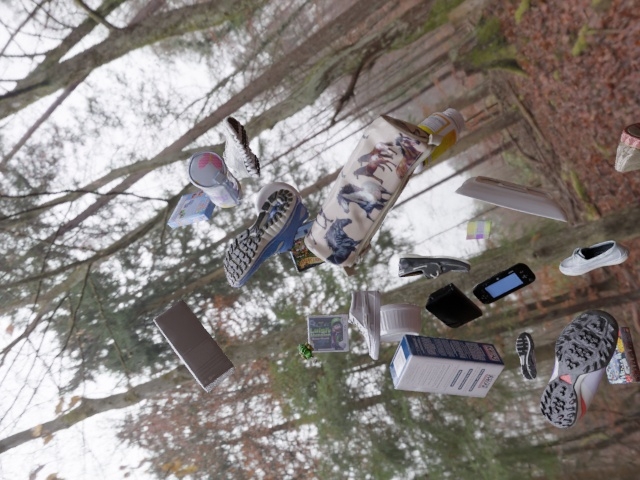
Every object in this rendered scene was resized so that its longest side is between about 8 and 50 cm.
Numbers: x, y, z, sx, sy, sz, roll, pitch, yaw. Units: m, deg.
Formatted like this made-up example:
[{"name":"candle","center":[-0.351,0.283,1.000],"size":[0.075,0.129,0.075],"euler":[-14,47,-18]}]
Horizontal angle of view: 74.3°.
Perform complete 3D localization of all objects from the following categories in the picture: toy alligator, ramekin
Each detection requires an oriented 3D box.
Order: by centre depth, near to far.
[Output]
[{"name":"toy alligator","center":[-0.062,0.475,1.799],"size":[0.051,0.056,0.189],"euler":[36,175,-16]},{"name":"ramekin","center":[0.352,0.396,2.006],"size":[0.272,0.272,0.127],"euler":[25,-128,-47]}]

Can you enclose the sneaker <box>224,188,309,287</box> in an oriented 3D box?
[{"name":"sneaker","center":[-0.149,0.015,1.236],"size":[0.147,0.330,0.130],"euler":[33,-168,-45]}]

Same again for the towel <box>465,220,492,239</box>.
[{"name":"towel","center":[0.481,-0.031,1.287],"size":[0.009,0.083,0.060],"euler":[20,-105,-35]}]

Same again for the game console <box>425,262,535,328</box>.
[{"name":"game console","center":[0.556,0.184,1.472],"size":[0.213,0.361,0.044],"euler":[36,-149,-33]}]

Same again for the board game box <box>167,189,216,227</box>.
[{"name":"board game box","center":[-0.517,-0.138,1.741],"size":[0.039,0.211,0.160],"euler":[51,-139,-39]}]

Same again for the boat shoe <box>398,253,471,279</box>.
[{"name":"boat shoe","center":[0.358,0.089,1.340],"size":[0.084,0.233,0.079],"euler":[39,-123,-53]}]

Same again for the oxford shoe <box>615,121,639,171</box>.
[{"name":"oxford shoe","center":[1.001,-0.278,1.225],"size":[0.123,0.348,0.130],"euler":[-111,16,-49]}]

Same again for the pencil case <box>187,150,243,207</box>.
[{"name":"pencil case","center":[-0.319,-0.181,1.308],"size":[0.124,0.113,0.273],"euler":[49,175,7]}]

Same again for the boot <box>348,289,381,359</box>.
[{"name":"boot","center":[0.167,0.318,1.610],"size":[0.095,0.123,0.259],"euler":[59,-148,-78]}]

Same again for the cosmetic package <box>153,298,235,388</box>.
[{"name":"cosmetic package","center":[-0.346,0.292,1.170],"size":[0.107,0.127,0.238],"euler":[-34,-104,-21]}]

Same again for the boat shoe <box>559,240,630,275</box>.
[{"name":"boat shoe","center":[0.893,0.051,1.409],"size":[0.081,0.227,0.079],"euler":[36,-120,-12]}]

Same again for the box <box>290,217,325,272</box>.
[{"name":"box","center":[0.000,0.000,1.520],"size":[0.044,0.233,0.159],"euler":[-140,30,-75]}]

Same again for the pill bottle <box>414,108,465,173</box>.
[{"name":"pill bottle","center":[0.338,-0.310,1.296],"size":[0.117,0.215,0.117],"euler":[49,169,13]}]

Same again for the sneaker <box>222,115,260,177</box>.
[{"name":"sneaker","center":[-0.315,-0.332,1.581],"size":[0.292,0.118,0.110],"euler":[73,-170,-55]}]

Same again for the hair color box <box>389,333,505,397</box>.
[{"name":"hair color box","center":[0.437,0.440,1.480],"size":[0.347,0.174,0.105],"euler":[10,-149,-11]}]

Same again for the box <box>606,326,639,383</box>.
[{"name":"box","center":[0.782,0.303,1.107],"size":[0.094,0.027,0.137],"euler":[91,180,-67]}]

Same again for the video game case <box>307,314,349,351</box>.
[{"name":"video game case","center":[0.038,0.439,1.992],"size":[0.022,0.190,0.173],"euler":[-71,-21,-85]}]

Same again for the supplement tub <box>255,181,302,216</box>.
[{"name":"supplement tub","center":[-0.206,-0.176,2.130],"size":[0.228,0.228,0.316],"euler":[58,179,-6]}]

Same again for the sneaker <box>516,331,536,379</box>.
[{"name":"sneaker","center":[0.493,0.274,1.011],"size":[0.043,0.040,0.109],"euler":[12,-105,-61]}]

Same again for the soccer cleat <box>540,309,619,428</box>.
[{"name":"soccer cleat","center":[0.615,0.294,0.995],"size":[0.116,0.108,0.318],"euler":[-11,-62,-36]}]

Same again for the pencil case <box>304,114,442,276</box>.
[{"name":"pencil case","center":[0.125,-0.117,1.056],"size":[0.183,0.410,0.159],"euler":[41,-156,25]}]

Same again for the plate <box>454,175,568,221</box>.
[{"name":"plate","center":[0.529,-0.130,1.173],"size":[0.277,0.277,0.045],"euler":[-30,-46,-63]}]
